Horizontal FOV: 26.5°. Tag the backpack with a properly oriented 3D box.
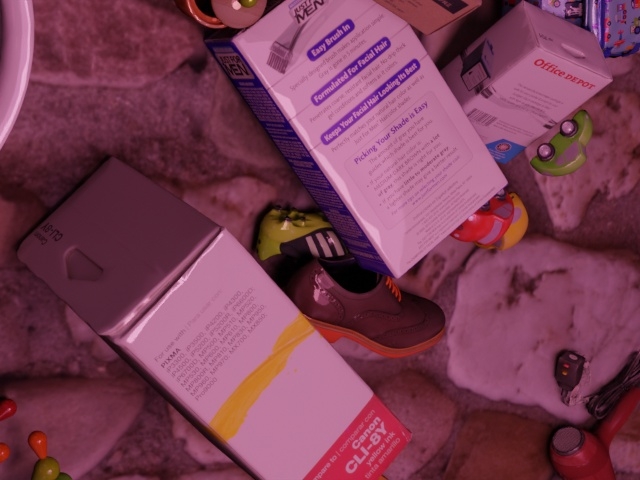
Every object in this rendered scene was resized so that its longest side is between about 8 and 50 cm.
[{"bbox_3d":[0.319,-0.302,1.717,0.173,0.117,0.158,-9,112,-28],"label":"backpack"}]

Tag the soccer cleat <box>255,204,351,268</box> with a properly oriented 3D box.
[{"bbox_3d":[0.000,0.000,1.666,0.179,0.060,0.072,6,120,-32],"label":"soccer cleat"}]

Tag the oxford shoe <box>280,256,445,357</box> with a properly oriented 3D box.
[{"bbox_3d":[0.071,0.078,1.690,0.271,0.097,0.098,9,126,-43],"label":"oxford shoe"}]

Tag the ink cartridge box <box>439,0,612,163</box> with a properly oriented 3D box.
[{"bbox_3d":[0.237,-0.190,1.665,0.139,0.082,0.190,16,138,-37],"label":"ink cartridge box"}]

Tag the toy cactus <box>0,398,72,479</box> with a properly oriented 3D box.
[{"bbox_3d":[-0.358,0.304,1.504,0.180,0.112,0.219,-32,112,-35],"label":"toy cactus"}]

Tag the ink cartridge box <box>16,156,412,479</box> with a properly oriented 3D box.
[{"bbox_3d":[-0.114,0.115,1.489,0.160,0.279,0.385,-48,127,-10],"label":"ink cartridge box"}]

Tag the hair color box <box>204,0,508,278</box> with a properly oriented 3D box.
[{"bbox_3d":[0.044,-0.145,1.552,0.185,0.110,0.339,-40,111,-14],"label":"hair color box"}]

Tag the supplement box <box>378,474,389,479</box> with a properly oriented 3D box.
[{"bbox_3d":[0.024,0.313,1.786,0.233,0.078,0.080,37,86,-37],"label":"supplement box"}]

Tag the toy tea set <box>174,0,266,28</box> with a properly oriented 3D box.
[{"bbox_3d":[-0.118,-0.380,1.370,0.200,0.124,0.336,-36,117,-18],"label":"toy tea set"}]

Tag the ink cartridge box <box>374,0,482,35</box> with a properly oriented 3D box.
[{"bbox_3d":[0.083,-0.372,1.475,0.193,0.088,0.235,23,56,-37],"label":"ink cartridge box"}]

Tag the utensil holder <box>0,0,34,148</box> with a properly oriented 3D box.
[{"bbox_3d":[-0.450,-0.195,1.080,0.327,0.385,0.328,-12,114,-30],"label":"utensil holder"}]

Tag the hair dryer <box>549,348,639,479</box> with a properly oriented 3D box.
[{"bbox_3d":[0.440,0.288,2.050,0.223,0.080,0.294,-8,113,-32],"label":"hair dryer"}]

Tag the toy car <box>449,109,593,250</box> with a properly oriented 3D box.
[{"bbox_3d":[0.269,-0.069,1.710,0.225,0.053,0.239,-46,167,8],"label":"toy car"}]
